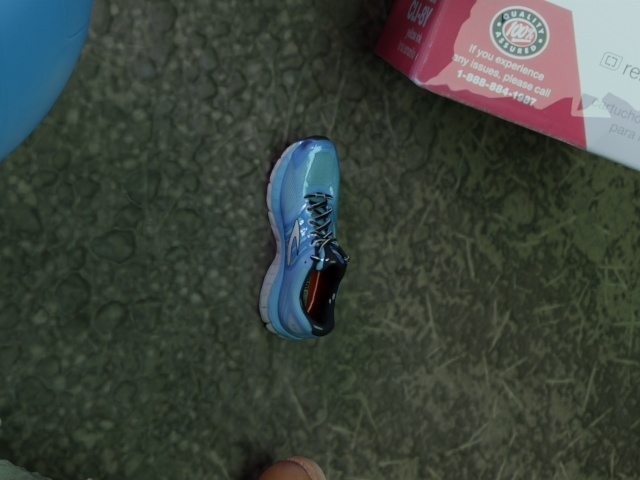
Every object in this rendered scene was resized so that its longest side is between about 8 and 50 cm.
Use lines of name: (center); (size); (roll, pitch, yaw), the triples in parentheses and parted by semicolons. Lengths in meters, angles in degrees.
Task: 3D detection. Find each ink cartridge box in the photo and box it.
ink cartridge box: (0.247, -0.259, 1.175); (0.279, 0.160, 0.385); (20, 100, -11)

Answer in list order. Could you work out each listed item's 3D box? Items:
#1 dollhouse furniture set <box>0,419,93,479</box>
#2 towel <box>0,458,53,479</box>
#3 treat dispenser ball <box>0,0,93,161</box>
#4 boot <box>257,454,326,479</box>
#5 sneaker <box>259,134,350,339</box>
dollhouse furniture set: (-0.319, 0.207, 0.809); (0.394, 0.362, 0.256); (38, 99, -6)
towel: (-0.243, 0.231, 1.036); (0.282, 0.049, 0.187); (25, 73, -17)
treat dispenser ball: (-0.268, -0.157, 0.855); (0.288, 0.288, 0.288); (-7, 102, -34)
boot: (-0.121, 0.279, 1.160); (0.220, 0.109, 0.283); (20, 93, -32)
sneaker: (0.000, 0.000, 1.201); (0.063, 0.073, 0.162); (-2, 99, -34)
